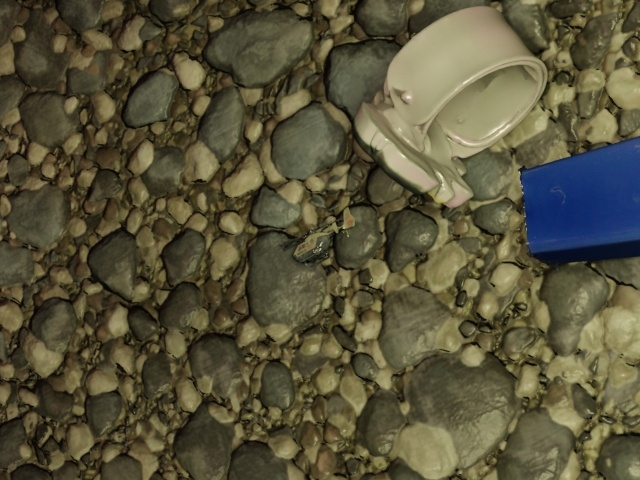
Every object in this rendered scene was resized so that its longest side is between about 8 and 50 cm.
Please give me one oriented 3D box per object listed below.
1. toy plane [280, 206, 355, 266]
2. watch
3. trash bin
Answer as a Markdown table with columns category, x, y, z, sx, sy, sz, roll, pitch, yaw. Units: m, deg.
| category | x | y | z | sx | sy | sz | roll | pitch | yaw |
| --- | --- | --- | --- | --- | --- | --- | --- | --- | --- |
| toy plane | 0.000 | 0.000 | 1.938 | 0.121 | 0.031 | 0.049 | -29 | 61 | 21 |
| watch | 0.174 | -0.176 | 1.768 | 0.231 | 0.244 | 0.196 | -42 | 65 | 21 |
| trash bin | 0.371 | -0.049 | 1.691 | 0.234 | 0.184 | 0.162 | -10 | 75 | 29 |
